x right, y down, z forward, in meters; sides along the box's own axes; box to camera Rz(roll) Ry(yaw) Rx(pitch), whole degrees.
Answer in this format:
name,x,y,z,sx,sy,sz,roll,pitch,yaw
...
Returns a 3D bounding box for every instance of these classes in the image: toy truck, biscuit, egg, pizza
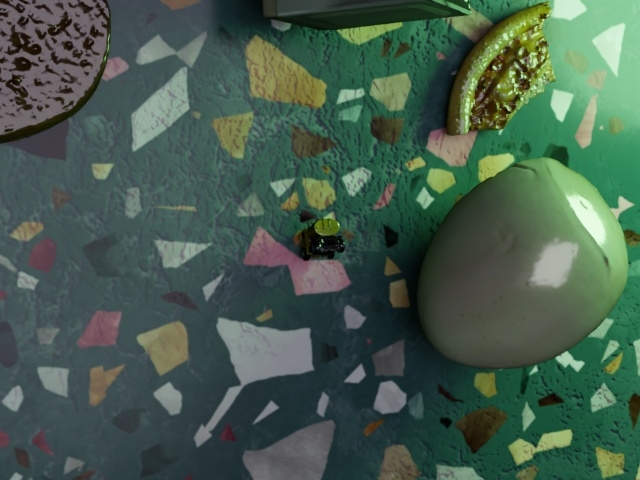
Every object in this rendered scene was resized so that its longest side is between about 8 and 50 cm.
name,x,y,z,sx,sy,sz,roll,pitch,yaw
toy truck,0.000,0.000,1.834,0.049,0.083,0.054,-5,80,-19
biscuit,-0.486,-0.297,1.652,0.394,0.070,0.350,-7,94,-19
egg,0.300,0.047,1.838,0.345,0.283,0.283,-43,106,3
pizza,0.290,-0.264,1.929,0.271,0.056,0.134,-43,97,-11

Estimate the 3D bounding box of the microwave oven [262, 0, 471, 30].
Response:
name,x,y,z,sx,sy,sz,roll,pitch,yaw
microwave oven,0.069,-0.486,1.706,0.286,0.218,0.354,-2,92,24
